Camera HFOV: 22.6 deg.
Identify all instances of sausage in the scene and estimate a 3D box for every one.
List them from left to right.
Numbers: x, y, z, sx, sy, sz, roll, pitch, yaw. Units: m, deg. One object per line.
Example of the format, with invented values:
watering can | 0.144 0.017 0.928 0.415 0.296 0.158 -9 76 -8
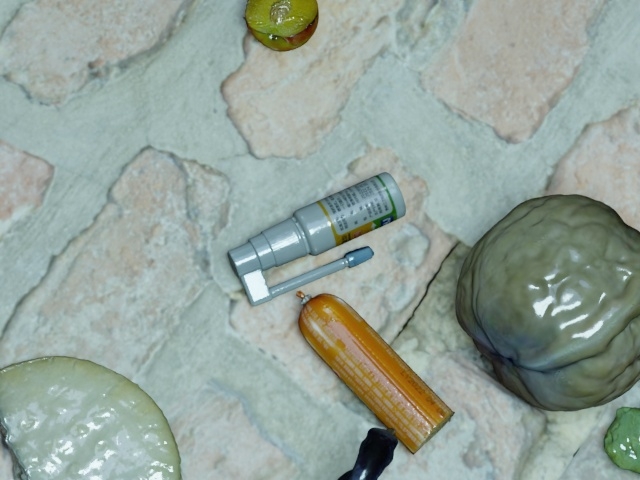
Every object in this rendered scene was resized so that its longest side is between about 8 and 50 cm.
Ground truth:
sausage | 0.053 0.144 1.882 0.071 0.071 0.234 -41 78 -15

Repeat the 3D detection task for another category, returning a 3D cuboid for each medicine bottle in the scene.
medicine bottle | 0.000 0.000 1.937 0.221 0.061 0.092 -24 93 -10

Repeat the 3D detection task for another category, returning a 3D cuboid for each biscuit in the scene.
biscuit | -0.278 0.234 1.849 0.265 0.040 0.188 30 70 7

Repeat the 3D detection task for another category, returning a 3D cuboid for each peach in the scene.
peach | -0.048 -0.279 2.025 0.098 0.061 0.098 0 56 0

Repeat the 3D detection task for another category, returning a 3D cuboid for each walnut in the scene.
walnut | 0.284 0.070 1.839 0.248 0.248 0.248 1 71 -3

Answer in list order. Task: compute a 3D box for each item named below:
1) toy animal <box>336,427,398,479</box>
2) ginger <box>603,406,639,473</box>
toy animal | 0.008 0.338 1.756 0.122 0.185 0.298 33 91 3
ginger | 0.471 0.199 1.883 0.290 0.089 0.137 -33 94 -8
